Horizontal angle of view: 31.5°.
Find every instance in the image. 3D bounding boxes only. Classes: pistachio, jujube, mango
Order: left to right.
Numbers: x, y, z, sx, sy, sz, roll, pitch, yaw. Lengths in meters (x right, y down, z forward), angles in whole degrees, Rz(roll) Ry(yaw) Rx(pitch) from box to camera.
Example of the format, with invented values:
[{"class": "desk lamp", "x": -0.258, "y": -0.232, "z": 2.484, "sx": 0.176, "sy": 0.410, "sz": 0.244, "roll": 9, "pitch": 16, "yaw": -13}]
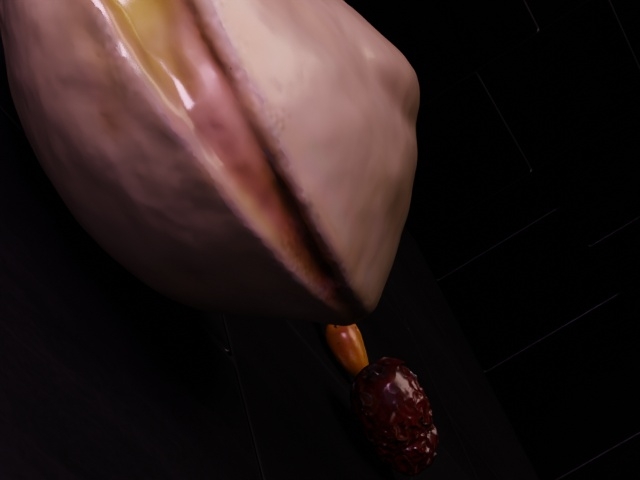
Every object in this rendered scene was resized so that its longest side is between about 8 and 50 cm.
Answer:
[{"class": "pistachio", "x": -0.076, "y": -0.109, "z": 0.875, "sx": 0.445, "sy": 0.281, "sz": 0.365, "roll": 56, "pitch": 3, "yaw": -46}, {"class": "mango", "x": 0.038, "y": 0.143, "z": 1.490, "sx": 0.089, "sy": 0.046, "sz": 0.060, "roll": 61, "pitch": 6, "yaw": -12}, {"class": "jujube", "x": 0.090, "y": 0.218, "z": 1.352, "sx": 0.104, "sy": 0.104, "sz": 0.166, "roll": -106, "pitch": 173, "yaw": -63}]
